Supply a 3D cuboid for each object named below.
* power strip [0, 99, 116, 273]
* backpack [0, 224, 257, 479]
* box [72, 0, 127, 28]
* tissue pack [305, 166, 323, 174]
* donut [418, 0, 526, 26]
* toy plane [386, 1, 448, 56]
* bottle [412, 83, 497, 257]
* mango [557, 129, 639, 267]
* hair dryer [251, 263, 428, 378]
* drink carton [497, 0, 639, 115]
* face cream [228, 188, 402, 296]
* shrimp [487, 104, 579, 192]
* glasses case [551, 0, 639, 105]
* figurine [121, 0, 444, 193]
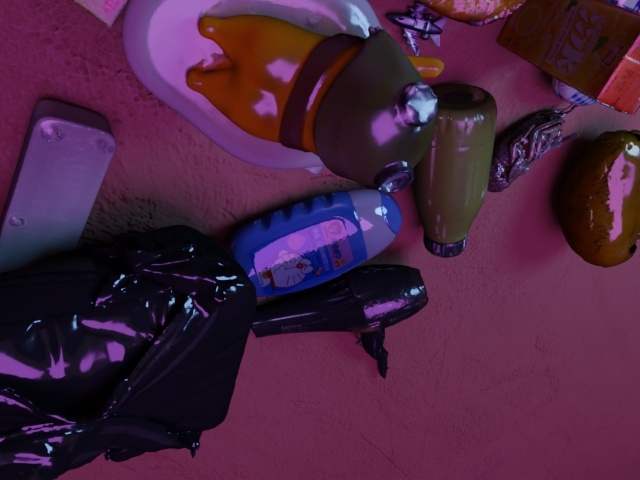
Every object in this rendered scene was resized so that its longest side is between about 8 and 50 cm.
[{"bbox_3d":[-0.376,0.001,0.716,0.091,0.062,0.385,12,122,-37],"label":"power strip"},{"bbox_3d":[-0.301,0.159,0.692,0.445,0.255,0.364,-10,130,-32],"label":"backpack"},{"bbox_3d":[-0.204,-0.362,0.507,0.175,0.062,0.260,32,110,-34],"label":"box"},{"bbox_3d":[-0.055,-0.205,0.556,0.159,0.246,0.136,24,114,-31],"label":"tissue pack"},{"bbox_3d":[0.173,-0.351,0.638,0.190,0.075,0.174,-3,128,-11],"label":"donut"},{"bbox_3d":[0.125,-0.279,0.702,0.083,0.031,0.079,6,108,-25],"label":"toy plane"},{"bbox_3d":[0.193,-0.092,0.811,0.111,0.112,0.260,-13,128,-10],"label":"bottle"},{"bbox_3d":[0.479,-0.068,0.906,0.151,0.156,0.249,9,133,19],"label":"mango"},{"bbox_3d":[0.056,0.185,0.997,0.303,0.120,0.360,-17,138,5],"label":"hair dryer"},{"bbox_3d":[0.317,-0.245,0.668,0.070,0.223,0.096,11,121,-24],"label":"drink carton"},{"bbox_3d":[0.000,0.000,0.833,0.263,0.083,0.149,-21,130,-4],"label":"face cream"},{"bbox_3d":[0.325,-0.149,0.845,0.190,0.075,0.073,-42,96,2],"label":"shrimp"},{"bbox_3d":[0.416,-0.336,0.721,0.125,0.076,0.328,-4,128,-32],"label":"glasses case"},{"bbox_3d":[-0.016,-0.102,0.399,0.249,0.141,0.167,7,122,-24],"label":"figurine"}]
